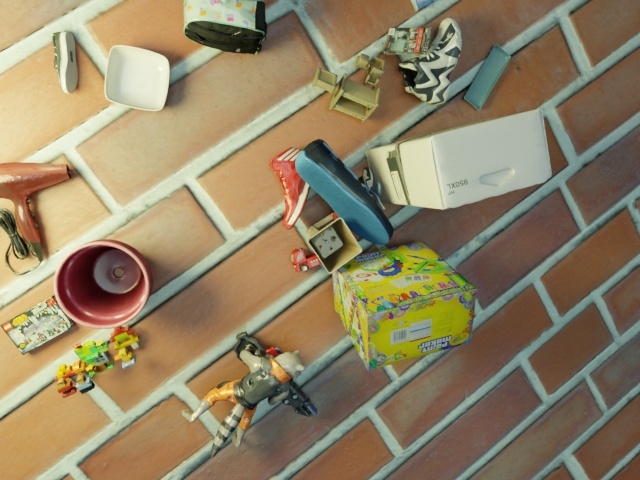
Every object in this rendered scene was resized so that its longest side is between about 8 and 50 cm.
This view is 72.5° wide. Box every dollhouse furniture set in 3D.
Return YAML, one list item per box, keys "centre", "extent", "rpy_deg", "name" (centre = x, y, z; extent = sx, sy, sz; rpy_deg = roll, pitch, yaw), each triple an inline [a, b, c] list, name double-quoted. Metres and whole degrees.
- centre: [0.068, -0.439, 1.195]
  extent: [0.181, 0.101, 0.161]
  rpy_deg: [17, 68, -15]
  name: "dollhouse furniture set"

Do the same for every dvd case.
- centre: [0.241, -0.549, 1.201]
  extent: [0.119, 0.013, 0.087]
  rpy_deg: [8, 71, 14]
  name: "dvd case"

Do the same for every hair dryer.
- centre: [-0.717, -0.082, 1.048]
  extent: [0.293, 0.080, 0.223]
  rpy_deg: [-47, 121, 1]
  name: "hair dryer"

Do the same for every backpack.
- centre: [-0.234, -0.536, 1.047]
  extent: [0.188, 0.166, 0.145]
  rpy_deg: [-6, 97, -17]
  name: "backpack"

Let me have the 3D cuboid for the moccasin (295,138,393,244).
- centre: [0.089, -0.132, 1.155]
  extent: [0.342, 0.137, 0.117]
  rpy_deg: [47, 56, -24]
  name: "moccasin"

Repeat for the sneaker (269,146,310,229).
- centre: [-0.093, -0.149, 1.189]
  extent: [0.128, 0.087, 0.221]
  rpy_deg: [21, 80, -8]
  name: "sneaker"

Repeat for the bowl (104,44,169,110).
- centre: [-0.445, -0.393, 1.072]
  extent: [0.142, 0.053, 0.142]
  rpy_deg: [9, 95, -14]
  name: "bowl"

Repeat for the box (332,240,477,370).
- centre: [0.209, 0.159, 1.176]
  extent: [0.289, 0.279, 0.177]
  rpy_deg: [-11, 118, -12]
  name: "box"

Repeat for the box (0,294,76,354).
- centre: [-0.708, 0.212, 1.097]
  extent: [0.137, 0.027, 0.094]
  rpy_deg: [-31, 103, -8]
  name: "box"

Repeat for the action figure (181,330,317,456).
- centre: [-0.155, 0.441, 1.197]
  extent: [0.341, 0.178, 0.330]
  rpy_deg: [43, 95, -13]
  name: "action figure"

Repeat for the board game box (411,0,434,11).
- centre: [0.289, -0.712, 1.233]
  extent: [0.090, 0.020, 0.090]
  rpy_deg: [-33, 105, -8]
  name: "board game box"

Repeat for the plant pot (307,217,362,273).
- centre: [0.029, 0.009, 1.172]
  extent: [0.109, 0.096, 0.109]
  rpy_deg: [-35, 101, -6]
  name: "plant pot"

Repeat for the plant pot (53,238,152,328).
- centre: [-0.506, 0.090, 1.053]
  extent: [0.201, 0.180, 0.202]
  rpy_deg: [-2, 98, -14]
  name: "plant pot"

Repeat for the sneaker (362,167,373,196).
- centre: [0.126, -0.155, 1.255]
  extent: [0.043, 0.040, 0.109]
  rpy_deg: [0, 97, -12]
  name: "sneaker"

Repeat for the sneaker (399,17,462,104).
- centre: [0.297, -0.513, 1.222]
  extent: [0.153, 0.094, 0.235]
  rpy_deg: [5, 106, -23]
  name: "sneaker"

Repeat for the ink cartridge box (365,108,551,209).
- centre: [0.325, -0.200, 1.115]
  extent: [0.285, 0.395, 0.166]
  rpy_deg: [-17, 102, -12]
  name: "ink cartridge box"

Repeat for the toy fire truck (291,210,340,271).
- centre: [0.000, 0.000, 1.240]
  extent: [0.192, 0.047, 0.135]
  rpy_deg: [-17, 101, -11]
  name: "toy fire truck"

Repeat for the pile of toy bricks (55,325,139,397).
- centre: [-0.572, 0.290, 1.088]
  extent: [0.212, 0.118, 0.105]
  rpy_deg: [-23, 122, -11]
  name: "pile of toy bricks"

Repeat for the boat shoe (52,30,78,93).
- centre: [-0.608, -0.421, 1.034]
  extent: [0.040, 0.049, 0.142]
  rpy_deg: [2, 95, 4]
  name: "boat shoe"

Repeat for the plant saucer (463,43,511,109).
- centre: [0.501, -0.491, 1.318]
  extent: [0.067, 0.018, 0.192]
  rpy_deg: [31, 88, -16]
  name: "plant saucer"
